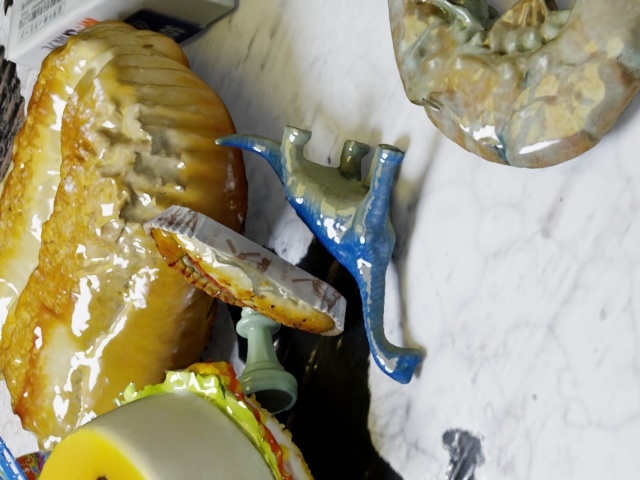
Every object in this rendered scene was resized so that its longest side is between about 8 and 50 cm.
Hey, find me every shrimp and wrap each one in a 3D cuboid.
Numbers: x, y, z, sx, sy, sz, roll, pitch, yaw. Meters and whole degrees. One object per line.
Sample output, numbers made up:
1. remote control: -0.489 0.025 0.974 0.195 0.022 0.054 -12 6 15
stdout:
1. shrimp: 0.139 -0.212 1.229 0.247 0.085 0.360 -48 49 24

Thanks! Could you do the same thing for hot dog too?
1. hot dog: -0.066 0.030 1.363 0.053 0.192 0.099 -65 14 -17
2. hot dog: -0.205 -0.026 1.556 0.367 0.196 0.365 46 127 49

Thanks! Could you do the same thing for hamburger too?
1. hamburger: -0.113 0.258 1.359 0.276 0.179 0.294 56 131 22

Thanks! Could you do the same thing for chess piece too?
1. chess piece: -0.056 0.081 1.444 0.059 0.059 0.149 -39 49 43

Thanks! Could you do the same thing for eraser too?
1. eraser: -0.214 -0.247 1.672 0.279 0.124 0.081 -20 62 50

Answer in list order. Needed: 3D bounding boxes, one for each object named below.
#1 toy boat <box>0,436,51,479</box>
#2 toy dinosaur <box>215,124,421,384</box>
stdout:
1. toy boat: -0.308 0.262 1.720 0.091 0.110 0.175 27 146 54
2. toy dinosaur: 0.000 0.000 1.353 0.247 0.075 0.188 16 92 32
